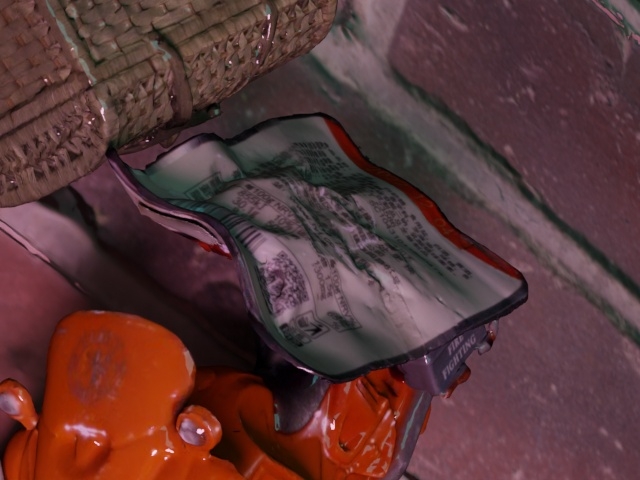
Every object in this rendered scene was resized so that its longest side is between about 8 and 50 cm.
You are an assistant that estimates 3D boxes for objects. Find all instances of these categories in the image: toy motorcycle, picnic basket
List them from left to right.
[{"bbox_3d":[-0.108,-0.120,0.884,0.196,0.134,0.154,-36,101,-46],"label":"picnic basket"},{"bbox_3d":[-0.038,0.094,0.864,0.325,0.148,0.221,-47,130,-43],"label":"toy motorcycle"}]

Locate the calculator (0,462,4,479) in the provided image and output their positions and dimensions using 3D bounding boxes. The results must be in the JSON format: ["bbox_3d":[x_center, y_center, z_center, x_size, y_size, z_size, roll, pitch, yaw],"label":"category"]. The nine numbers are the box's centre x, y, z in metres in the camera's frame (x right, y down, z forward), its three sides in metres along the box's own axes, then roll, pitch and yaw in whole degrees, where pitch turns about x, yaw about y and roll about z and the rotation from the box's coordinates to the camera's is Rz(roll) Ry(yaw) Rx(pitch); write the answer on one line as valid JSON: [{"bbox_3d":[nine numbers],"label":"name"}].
[{"bbox_3d":[-0.261,0.084,0.712,0.303,0.042,0.188,32,54,-31],"label":"calculator"}]

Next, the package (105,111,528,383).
[{"bbox_3d":[0.000,0.000,0.840,0.166,0.040,0.232,43,25,15],"label":"package"}]
